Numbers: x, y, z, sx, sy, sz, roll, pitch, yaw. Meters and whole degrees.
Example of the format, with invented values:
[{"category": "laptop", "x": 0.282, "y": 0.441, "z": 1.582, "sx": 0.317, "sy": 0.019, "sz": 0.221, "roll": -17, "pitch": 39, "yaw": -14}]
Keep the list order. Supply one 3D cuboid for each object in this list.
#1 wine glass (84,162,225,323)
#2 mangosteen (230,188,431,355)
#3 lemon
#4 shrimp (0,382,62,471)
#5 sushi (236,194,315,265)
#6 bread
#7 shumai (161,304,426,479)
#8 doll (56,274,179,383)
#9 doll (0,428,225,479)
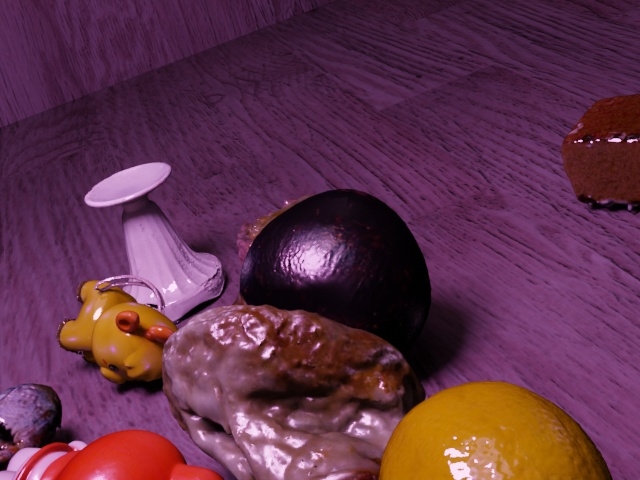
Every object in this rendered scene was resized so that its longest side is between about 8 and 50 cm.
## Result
[{"category": "wine glass", "x": -0.235, "y": 0.002, "z": 1.449, "sx": 0.165, "sy": 0.196, "sz": 0.165, "roll": -13, "pitch": 24, "yaw": 6}, {"category": "mangosteen", "x": 0.008, "y": 0.071, "z": 1.133, "sx": 0.243, "sy": 0.243, "sz": 0.243, "roll": -15, "pitch": 25, "yaw": 7}, {"category": "lemon", "x": 0.140, "y": 0.210, "z": 0.776, "sx": 0.184, "sy": 0.184, "sz": 0.248, "roll": -23, "pitch": 36, "yaw": -8}, {"category": "shrimp", "x": -0.411, "y": 0.257, "z": 1.075, "sx": 0.137, "sy": 0.172, "sz": 0.372, "roll": -55, "pitch": -5, "yaw": 28}, {"category": "sushi", "x": -0.017, "y": 0.010, "z": 1.391, "sx": 0.161, "sy": 0.107, "sz": 0.241, "roll": -33, "pitch": 28, "yaw": -21}, {"category": "bread", "x": 0.520, "y": -0.113, "z": 1.257, "sx": 0.417, "sy": 0.113, "sz": 0.165, "roll": 3, "pitch": 33, "yaw": 37}, {"category": "shumai", "x": -0.047, "y": 0.189, "z": 0.938, "sx": 0.272, "sy": 0.222, "sz": 0.203, "roll": -7, "pitch": 42, "yaw": 31}, {"category": "doll", "x": -0.236, "y": 0.119, "z": 1.300, "sx": 0.221, "sy": 0.143, "sz": 0.135, "roll": 2, "pitch": 60, "yaw": 48}, {"category": "doll", "x": -0.192, "y": 0.254, "z": 0.978, "sx": 0.290, "sy": 0.129, "sz": 0.161, "roll": 3, "pitch": 27, "yaw": 28}]
